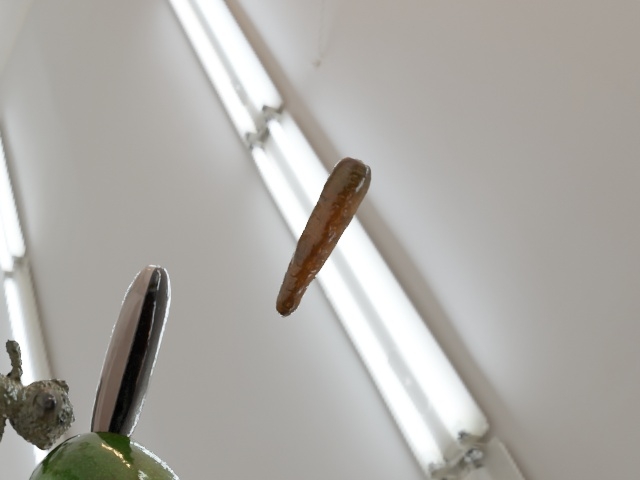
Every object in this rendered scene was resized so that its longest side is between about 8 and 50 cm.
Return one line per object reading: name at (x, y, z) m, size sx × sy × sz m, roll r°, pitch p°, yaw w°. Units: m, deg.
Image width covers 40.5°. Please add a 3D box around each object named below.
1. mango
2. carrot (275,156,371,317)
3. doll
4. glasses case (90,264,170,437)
mango at (-0.259, 0.358, 1.084) m, size 0.382 × 0.201 × 0.225 m, roll -5°, pitch -72°, yaw 65°
carrot at (0.000, 0.000, 0.923) m, size 0.047 × 0.047 × 0.191 m, roll 33°, pitch -81°, yaw 52°
doll at (-0.527, 0.233, 1.369) m, size 0.091 × 0.286 × 0.202 m, roll -37°, pitch -167°, yaw 38°
glasses case at (-0.293, 0.190, 1.334) m, size 0.122 × 0.075 × 0.314 m, roll -118°, pitch -137°, yaw -86°
